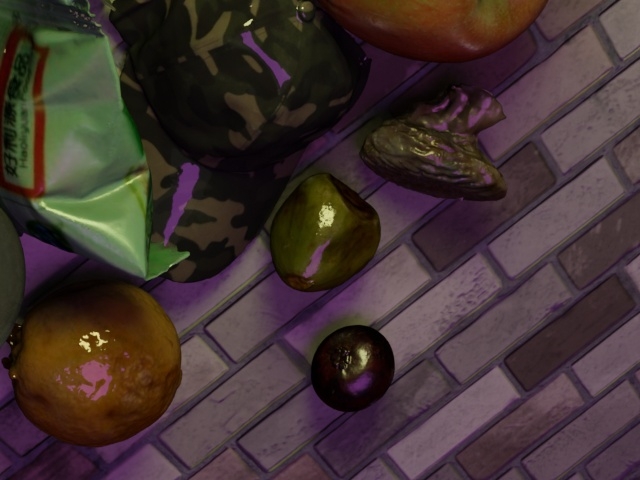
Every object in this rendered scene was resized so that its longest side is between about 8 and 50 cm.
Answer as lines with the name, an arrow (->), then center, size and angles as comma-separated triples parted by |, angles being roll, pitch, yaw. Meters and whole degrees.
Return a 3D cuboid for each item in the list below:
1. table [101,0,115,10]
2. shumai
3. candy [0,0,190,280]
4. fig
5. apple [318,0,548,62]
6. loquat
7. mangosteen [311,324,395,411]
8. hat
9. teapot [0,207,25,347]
table -> -0.266, -0.379, 1.718 | 0.175, 0.062, 0.146 | 36, 100, -34
shumai -> 0.168, -0.138, 1.997 | 0.209, 0.161, 0.153 | 18, 88, -6
candy -> -0.303, -0.147, 1.722 | 0.172, 0.263, 0.398 | -32, 127, -41
fig -> 0.000, 0.000, 1.990 | 0.144, 0.154, 0.166 | 34, 62, 4
apple -> 0.134, -0.364, 1.737 | 0.319, 0.277, 0.319 | -25, 128, -38
loquat -> -0.293, 0.161, 1.930 | 0.238, 0.193, 0.238 | -9, 127, -13
mangosteen -> 0.053, 0.190, 2.139 | 0.140, 0.140, 0.140 | -10, 121, -17
hat -> -0.116, -0.120, 1.850 | 0.366, 0.257, 0.382 | 12, 93, -25
teapot -> -0.525, 0.003, 1.712 | 0.223, 0.285, 0.305 | -45, 132, -44
